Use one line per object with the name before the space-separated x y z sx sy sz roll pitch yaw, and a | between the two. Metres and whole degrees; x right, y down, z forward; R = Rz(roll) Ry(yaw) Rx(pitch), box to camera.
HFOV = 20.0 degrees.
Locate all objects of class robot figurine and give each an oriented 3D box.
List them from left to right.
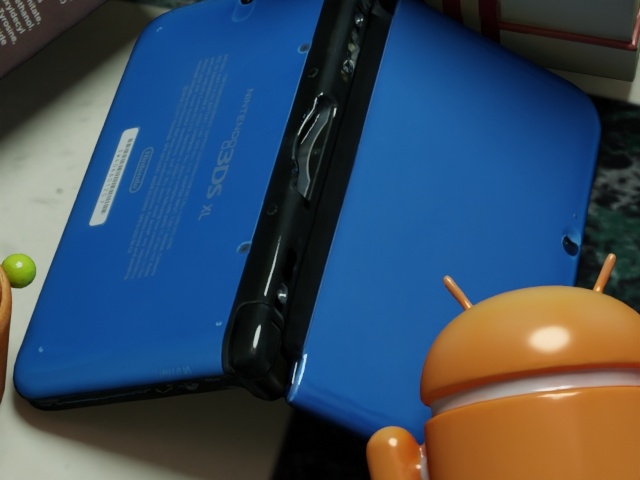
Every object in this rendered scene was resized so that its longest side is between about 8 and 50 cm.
robot figurine | 0.117 0.117 0.881 0.128 0.158 0.219 4 72 -37

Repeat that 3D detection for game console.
game console | 0.000 0.000 1.051 0.250 0.173 0.293 -10 48 32

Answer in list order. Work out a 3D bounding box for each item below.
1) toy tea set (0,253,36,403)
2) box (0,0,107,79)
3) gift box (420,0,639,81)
toy tea set | -0.286 0.099 0.903 0.200 0.124 0.336 15 50 9
box | -0.273 -0.151 1.062 0.381 0.143 0.191 -42 36 -26
gift box | 0.120 -0.267 1.113 0.255 0.258 0.276 15 69 13
